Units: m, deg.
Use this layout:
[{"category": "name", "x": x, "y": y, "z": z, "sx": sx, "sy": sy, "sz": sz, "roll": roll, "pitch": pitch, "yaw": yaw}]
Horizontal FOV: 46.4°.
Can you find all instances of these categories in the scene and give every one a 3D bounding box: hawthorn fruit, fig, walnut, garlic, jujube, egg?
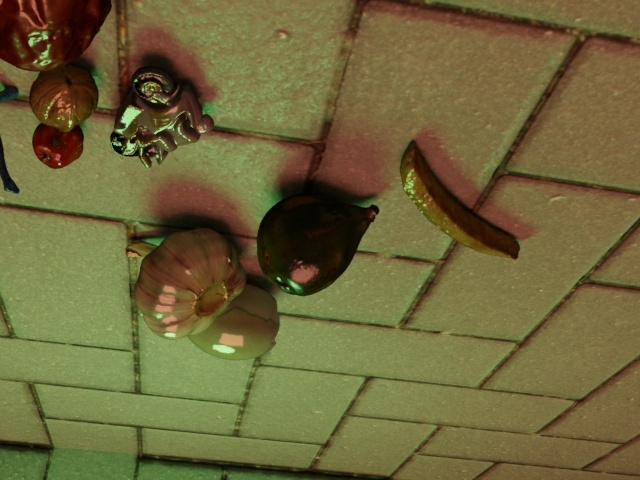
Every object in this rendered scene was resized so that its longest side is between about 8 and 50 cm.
[{"category": "hawthorn fruit", "x": -0.451, "y": -0.165, "z": 1.281, "sx": 0.093, "sy": 0.093, "sz": 0.093, "roll": 2, "pitch": 147, "yaw": 1}, {"category": "fig", "x": 0.000, "y": 0.000, "z": 1.427, "sx": 0.245, "sy": 0.195, "sz": 0.195, "roll": -16, "pitch": 149, "yaw": -12}, {"category": "walnut", "x": -0.406, "y": -0.225, "z": 1.180, "sx": 0.105, "sy": 0.105, "sz": 0.124, "roll": 19, "pitch": 148, "yaw": -23}, {"category": "garlic", "x": -0.310, "y": 0.066, "z": 1.566, "sx": 0.253, "sy": 0.245, "sz": 0.245, "roll": 31, "pitch": 157, "yaw": 26}, {"category": "jujube", "x": -0.351, "y": -0.350, "z": 0.912, "sx": 0.197, "sy": 0.197, "sz": 0.290, "roll": 9, "pitch": 131, "yaw": -10}, {"category": "egg", "x": -0.210, "y": 0.184, "z": 1.715, "sx": 0.217, "sy": 0.183, "sz": 0.183, "roll": 4, "pitch": 148, "yaw": -17}]

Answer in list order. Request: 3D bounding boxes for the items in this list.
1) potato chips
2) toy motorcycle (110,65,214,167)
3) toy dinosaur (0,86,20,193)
[{"category": "potato chips", "x": 0.260, "y": -0.051, "z": 1.436, "sx": 0.080, "sy": 0.057, "sz": 0.407, "roll": -20, "pitch": 141, "yaw": 36}, {"category": "toy motorcycle", "x": -0.257, "y": -0.197, "z": 1.235, "sx": 0.152, "sy": 0.073, "sz": 0.225, "roll": 14, "pitch": 145, "yaw": -22}, {"category": "toy dinosaur", "x": -0.578, "y": -0.225, "z": 1.177, "sx": 0.076, "sy": 0.144, "sz": 0.329, "roll": -16, "pitch": 130, "yaw": 33}]
